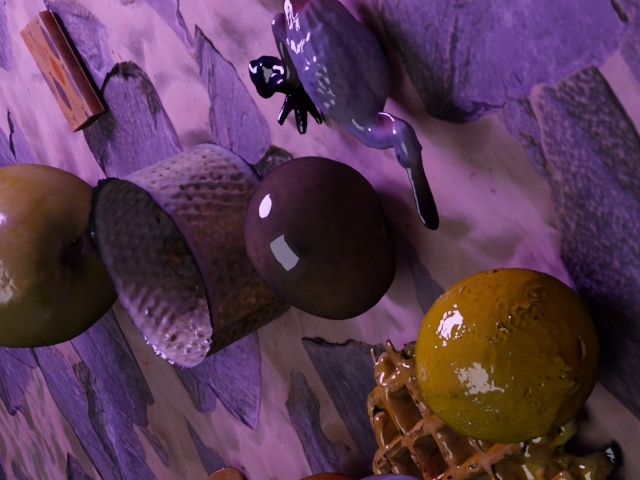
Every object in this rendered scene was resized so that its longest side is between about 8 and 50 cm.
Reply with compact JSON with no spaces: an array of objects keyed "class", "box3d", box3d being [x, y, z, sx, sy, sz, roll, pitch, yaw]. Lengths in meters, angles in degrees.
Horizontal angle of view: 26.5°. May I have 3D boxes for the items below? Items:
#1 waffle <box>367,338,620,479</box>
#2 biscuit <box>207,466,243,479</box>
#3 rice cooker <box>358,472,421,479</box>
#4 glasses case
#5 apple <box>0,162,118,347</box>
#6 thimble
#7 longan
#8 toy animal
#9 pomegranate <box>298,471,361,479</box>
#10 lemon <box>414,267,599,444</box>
[{"class":"waffle","box3d":[0.182,0.294,1.535,0.380,0.095,0.382,22,129,49]},{"class":"biscuit","box3d":[-0.132,0.475,2.092,0.240,0.158,0.035,61,-169,7]},{"class":"rice cooker","box3d":[0.084,0.357,1.504,0.127,0.145,0.206,-166,61,-68]},{"class":"glasses case","box3d":[-0.370,-0.247,1.973,0.065,0.041,0.169,-31,86,47]},{"class":"apple","box3d":[-0.441,0.024,2.080,0.254,0.292,0.291,-4,110,49]},{"class":"thimble","box3d":[-0.167,0.014,1.766,0.271,0.150,0.270,34,138,37]},{"class":"longan","box3d":[0.000,0.000,1.499,0.187,0.167,0.167,48,147,2]},{"class":"toy animal","box3d":[0.028,-0.162,1.409,0.324,0.090,0.195,38,148,49]},{"class":"pomegranate","box3d":[0.013,0.404,1.753,0.209,0.209,0.209,35,139,37]},{"class":"lemon","box3d":[0.182,0.111,1.310,0.206,0.173,0.173,5,117,57]}]
